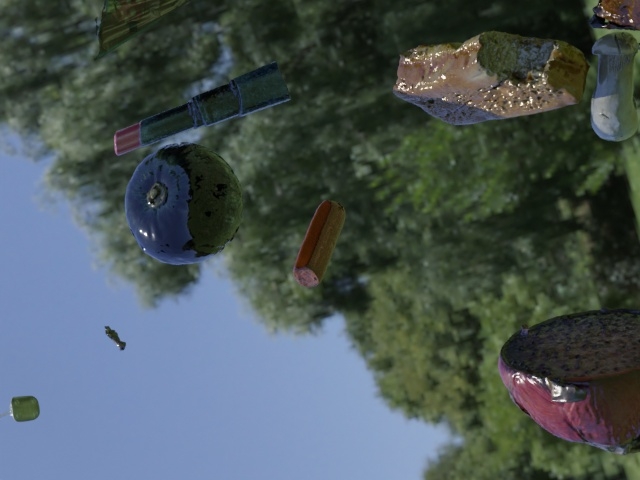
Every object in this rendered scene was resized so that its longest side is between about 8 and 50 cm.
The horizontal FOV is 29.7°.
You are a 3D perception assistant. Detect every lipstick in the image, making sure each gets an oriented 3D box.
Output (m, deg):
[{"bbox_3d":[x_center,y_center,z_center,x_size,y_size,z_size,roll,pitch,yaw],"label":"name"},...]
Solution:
[{"bbox_3d":[-0.155,-0.161,1.541,0.053,0.234,0.053,-22,-90,-90],"label":"lipstick"}]

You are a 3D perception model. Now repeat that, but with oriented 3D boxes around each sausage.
[{"bbox_3d":[0.000,0.000,1.577,0.039,0.041,0.131,52,-136,-36],"label":"sausage"}]

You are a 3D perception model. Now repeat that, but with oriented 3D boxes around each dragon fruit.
[{"bbox_3d":[0.316,0.178,1.359,0.224,0.218,0.148,-142,41,-70],"label":"dragon fruit"}]

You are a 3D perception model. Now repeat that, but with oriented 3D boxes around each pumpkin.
[{"bbox_3d":[-0.254,-0.065,2.224,0.163,0.233,0.233,15,-123,-56],"label":"pumpkin"}]

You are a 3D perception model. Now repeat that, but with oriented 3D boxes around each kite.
[{"bbox_3d":[-0.255,-0.450,1.771,0.368,0.014,0.406,15,-94,-47],"label":"kite"}]

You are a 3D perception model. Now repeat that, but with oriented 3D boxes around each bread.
[{"bbox_3d":[0.272,-0.279,1.997,0.185,0.380,0.109,28,-103,-24],"label":"bread"}]

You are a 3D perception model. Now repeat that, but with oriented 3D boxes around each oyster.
[{"bbox_3d":[-0.382,0.183,2.256,0.054,0.019,0.083,54,170,-15],"label":"oyster"}]

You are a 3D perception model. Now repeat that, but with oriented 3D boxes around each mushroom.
[{"bbox_3d":[0.474,-0.247,1.945,0.092,0.081,0.223,-64,-25,-25],"label":"mushroom"}]

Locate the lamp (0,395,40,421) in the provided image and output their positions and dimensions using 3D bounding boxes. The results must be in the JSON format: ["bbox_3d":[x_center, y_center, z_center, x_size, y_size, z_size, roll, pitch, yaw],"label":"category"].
[{"bbox_3d":[-0.582,0.321,2.122,0.056,0.198,0.050,4,-114,-58],"label":"lamp"}]

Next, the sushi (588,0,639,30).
[{"bbox_3d":[0.485,-0.426,1.761,0.149,0.287,0.140,-11,-140,-42],"label":"sushi"}]
